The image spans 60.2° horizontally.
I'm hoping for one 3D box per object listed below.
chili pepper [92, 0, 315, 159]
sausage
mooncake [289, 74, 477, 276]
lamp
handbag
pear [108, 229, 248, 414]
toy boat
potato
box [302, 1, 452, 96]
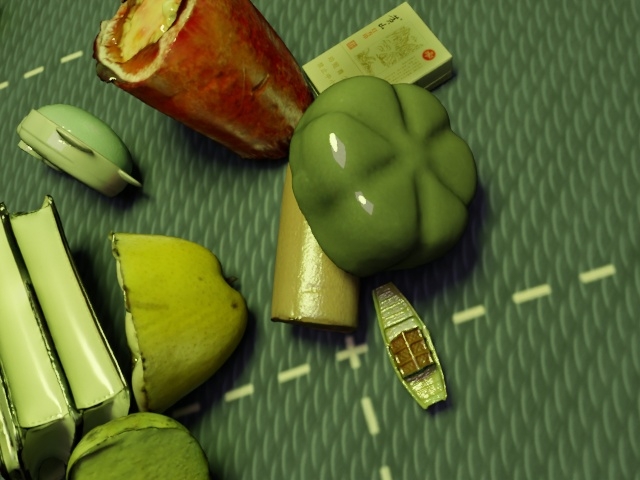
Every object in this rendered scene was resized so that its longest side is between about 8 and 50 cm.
[{"bbox_3d":[-0.164,-0.262,0.840,0.229,0.305,0.251,-41,56,6],"label":"chili pepper"},{"bbox_3d":[0.000,0.000,0.788,0.123,0.123,0.253,1,73,13],"label":"sausage"},{"bbox_3d":[0.086,-0.089,0.720,0.135,0.275,0.275,-28,61,49],"label":"mooncake"},{"bbox_3d":[-0.401,-0.158,0.908,0.246,0.179,0.108,22,74,39],"label":"lamp"},{"bbox_3d":[-0.417,0.144,0.787,0.160,0.237,0.358,-15,63,-35],"label":"handbag"},{"bbox_3d":[-0.191,0.105,0.776,0.178,0.267,0.267,-9,69,-17],"label":"pear"},{"bbox_3d":[0.119,0.140,0.746,0.065,0.066,0.172,-25,68,8],"label":"toy boat"},{"bbox_3d":[-0.230,0.320,0.706,0.160,0.272,0.111,-20,27,-28],"label":"potato"},{"bbox_3d":[0.091,-0.271,0.887,0.201,0.058,0.141,-33,69,2],"label":"box"}]
